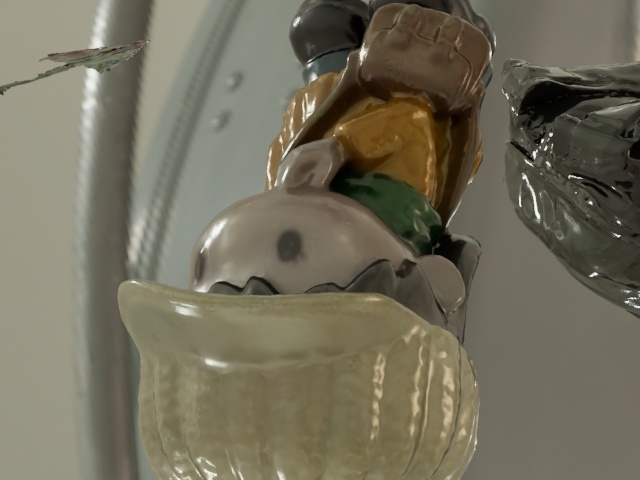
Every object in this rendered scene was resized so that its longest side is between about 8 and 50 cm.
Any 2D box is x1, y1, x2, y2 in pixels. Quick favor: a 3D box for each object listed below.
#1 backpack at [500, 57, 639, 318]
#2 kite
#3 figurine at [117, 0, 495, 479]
[{"bbox_3d":[0.360,-0.036,1.664,0.445,0.363,0.255,13,-73,-35],"label":"backpack"},{"bbox_3d":[-0.211,-0.151,1.530,0.156,0.139,0.011,-24,-70,-33],"label":"kite"},{"bbox_3d":[0.020,0.014,0.959,0.204,0.185,0.332,53,-136,-21],"label":"figurine"}]
